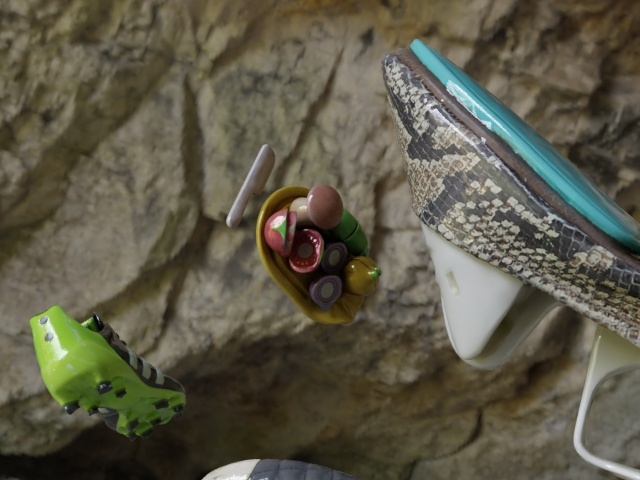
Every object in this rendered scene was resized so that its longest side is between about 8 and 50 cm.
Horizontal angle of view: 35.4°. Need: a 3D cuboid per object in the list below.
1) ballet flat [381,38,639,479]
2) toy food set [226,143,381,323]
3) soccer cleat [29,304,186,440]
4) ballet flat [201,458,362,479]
[{"bbox_3d":[0.198,0.055,0.646,0.483,0.182,0.164,35,13,19],"label":"ballet flat"},{"bbox_3d":[0.000,0.000,1.127,0.071,0.128,0.218,-13,-53,47],"label":"toy food set"},{"bbox_3d":[-0.141,0.091,0.690,0.072,0.060,0.179,61,1,23],"label":"soccer cleat"},{"bbox_3d":[0.019,0.134,0.404,0.173,0.057,0.049,19,7,25],"label":"ballet flat"}]
